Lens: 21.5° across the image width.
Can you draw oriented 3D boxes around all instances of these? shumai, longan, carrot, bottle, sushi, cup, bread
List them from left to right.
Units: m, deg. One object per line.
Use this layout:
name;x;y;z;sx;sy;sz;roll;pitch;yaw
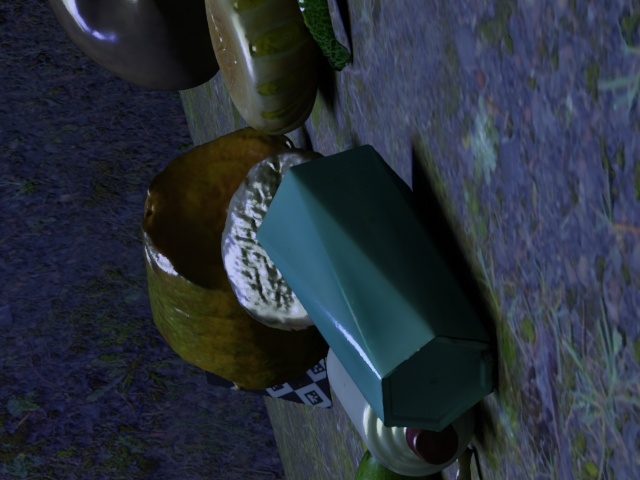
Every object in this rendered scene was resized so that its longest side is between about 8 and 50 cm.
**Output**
longan;-0.249;-0.370;2.327;0.288;0.288;0.350;167;79;-83
carrot;-0.103;0.040;2.150;0.341;0.241;0.241;87;167;-51
sushi;-0.104;0.162;2.513;0.047;0.219;0.231;-54;-35;-44
bread;-0.057;-0.214;1.816;0.213;0.104;0.213;165;90;-79
shumai;0.000;0.000;1.777;0.120;0.201;0.201;-10;-96;-56
cup;0.057;0.045;1.410;0.134;0.148;0.236;81;163;-44
bottle;0.075;0.143;1.517;0.245;0.104;0.104;-130;26;-74

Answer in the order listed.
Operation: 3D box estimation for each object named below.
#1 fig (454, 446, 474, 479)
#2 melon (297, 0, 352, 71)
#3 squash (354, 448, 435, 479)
fig;0.102;0.315;1.520;0.160;0.143;0.231;23;126;41
melon;-0.017;-0.286;1.609;0.114;0.053;0.262;-103;1;-77
squash;0.101;0.392;1.791;0.107;0.107;0.395;-127;25;-72
